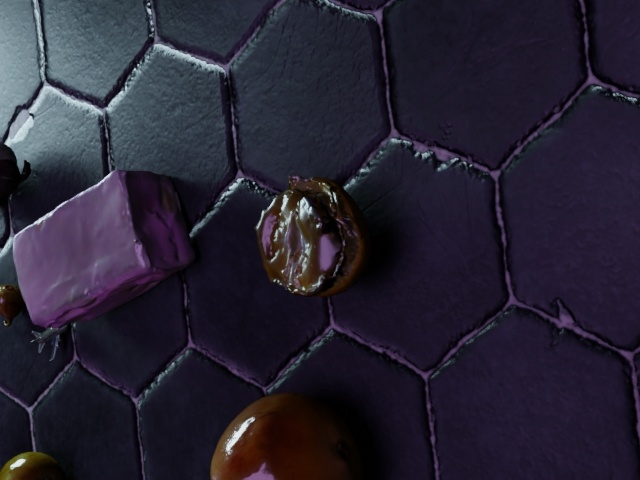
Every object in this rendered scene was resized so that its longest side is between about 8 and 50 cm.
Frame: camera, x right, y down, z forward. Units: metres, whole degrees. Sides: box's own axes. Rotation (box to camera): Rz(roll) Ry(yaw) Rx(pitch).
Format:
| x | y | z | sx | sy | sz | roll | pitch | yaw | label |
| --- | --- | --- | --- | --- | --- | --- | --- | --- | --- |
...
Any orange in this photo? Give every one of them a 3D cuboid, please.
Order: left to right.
| x | y | z | sx | sy | sz | roll | pitch | yaw | label |
| --- | --- | --- | --- | --- | --- | --- | --- | --- | --- |
| 0.000 | 0.000 | 1.274 | 0.160 | 0.112 | 0.170 | -43 | 42 | 42 | orange |

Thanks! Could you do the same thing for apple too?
| x | y | z | sx | sy | sz | roll | pitch | yaw | label |
| --- | --- | --- | --- | --- | --- | --- | --- | --- | --- |
| -0.448 | 0.385 | 1.642 | 0.102 | 0.099 | 0.114 | -10 | 111 | 44 | apple |

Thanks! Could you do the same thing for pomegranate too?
| x | y | z | sx | sy | sz | roll | pitch | yaw | label |
| --- | --- | --- | --- | --- | --- | --- | --- | --- | --- |
| -0.041 | 0.279 | 1.275 | 0.191 | 0.191 | 0.191 | 1 | 92 | 38 | pomegranate |

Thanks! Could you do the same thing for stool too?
| x | y | z | sx | sy | sz | roll | pitch | yaw | label |
| --- | --- | --- | --- | --- | --- | --- | --- | --- | --- |
| -0.565 | -0.102 | 1.704 | 0.217 | 0.125 | 0.121 | -28 | 73 | 25 | stool |

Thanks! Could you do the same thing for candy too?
| x | y | z | sx | sy | sz | roll | pitch | yaw | label |
| --- | --- | --- | --- | --- | --- | --- | --- | --- | --- |
| -0.312 | 0.015 | 1.515 | 0.265 | 0.116 | 0.155 | -26 | 73 | 34 | candy |

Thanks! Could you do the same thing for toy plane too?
| x | y | z | sx | sy | sz | roll | pitch | yaw | label |
| --- | --- | --- | --- | --- | --- | --- | --- | --- | --- |
| -0.419 | 0.145 | 1.652 | 0.083 | 0.033 | 0.080 | -28 | 74 | 28 | toy plane |

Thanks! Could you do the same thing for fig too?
| x | y | z | sx | sy | sz | roll | pitch | yaw | label |
| --- | --- | --- | --- | --- | --- | --- | --- | --- | --- |
| -0.506 | 0.109 | 1.713 | 0.050 | 0.050 | 0.083 | 39 | 131 | 30 | fig |
